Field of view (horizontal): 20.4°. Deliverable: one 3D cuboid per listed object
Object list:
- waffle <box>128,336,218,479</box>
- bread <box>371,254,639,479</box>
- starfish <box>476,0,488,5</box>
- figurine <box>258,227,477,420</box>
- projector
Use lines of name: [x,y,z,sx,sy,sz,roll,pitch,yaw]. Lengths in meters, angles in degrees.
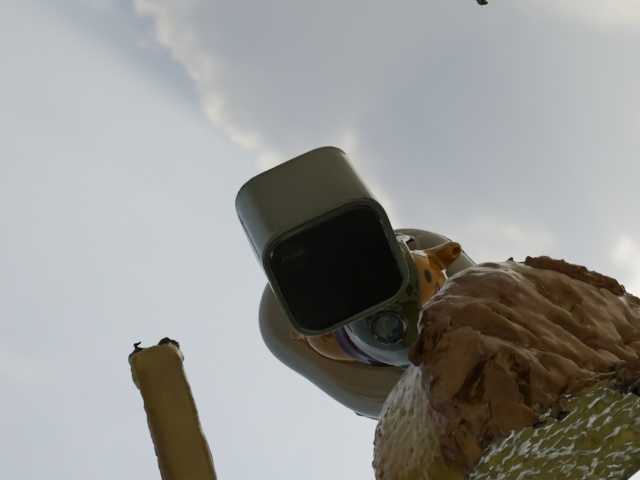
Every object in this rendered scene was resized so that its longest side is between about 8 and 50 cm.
waffle: [-0.045,0.107,0.705,0.023,0.152,0.097,-16,-113,-3]
bread: [0.130,0.098,1.162,0.261,0.160,0.147,-15,-127,-44]
starfish: [0.079,-0.134,0.743,0.092,0.086,0.016,10,-144,-47]
figurine: [0.028,0.060,1.467,0.250,0.166,0.141,-1,169,29]
projector: [0.000,0.000,1.131,0.083,0.083,0.082,-24,-149,-4]
